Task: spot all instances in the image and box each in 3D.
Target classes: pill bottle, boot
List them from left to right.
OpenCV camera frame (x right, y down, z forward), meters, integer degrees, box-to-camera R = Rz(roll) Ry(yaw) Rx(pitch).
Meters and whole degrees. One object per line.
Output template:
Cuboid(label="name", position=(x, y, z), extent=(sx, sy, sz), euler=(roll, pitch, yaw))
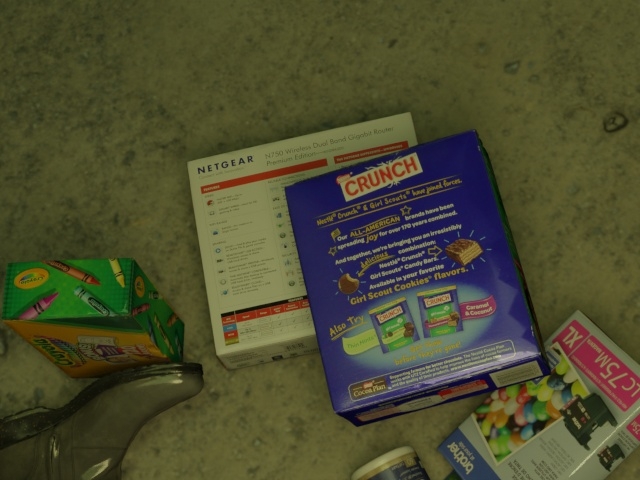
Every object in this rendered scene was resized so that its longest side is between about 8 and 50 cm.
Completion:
Cuboid(label="boot", position=(-0.284, 0.310, 1.670), extent=(0.338, 0.118, 0.222), euler=(-24, 71, 11))
Cuboid(label="pill bottle", position=(0.115, 0.358, 1.588), extent=(0.094, 0.094, 0.169), euler=(-27, 73, -2))

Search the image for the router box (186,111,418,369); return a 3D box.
Cuboid(label="router box", position=(0.000, 0.000, 1.748), extent=(0.335, 0.082, 0.301), euler=(-12, 68, 4))

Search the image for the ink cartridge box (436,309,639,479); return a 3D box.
Cuboid(label="ink cartridge box", position=(0.274, 0.251, 1.550), extent=(0.311, 0.065, 0.186), euler=(-47, 36, 5))

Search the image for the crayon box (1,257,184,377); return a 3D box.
Cuboid(label="crayon box", position=(-0.293, 0.108, 1.644), extent=(0.165, 0.278, 0.081), euler=(-3, 68, 8))

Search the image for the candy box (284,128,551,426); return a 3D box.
Cuboid(label="candy box", position=(0.122, 0.048, 1.591), extent=(0.268, 0.122, 0.317), euler=(-16, 69, 10))
